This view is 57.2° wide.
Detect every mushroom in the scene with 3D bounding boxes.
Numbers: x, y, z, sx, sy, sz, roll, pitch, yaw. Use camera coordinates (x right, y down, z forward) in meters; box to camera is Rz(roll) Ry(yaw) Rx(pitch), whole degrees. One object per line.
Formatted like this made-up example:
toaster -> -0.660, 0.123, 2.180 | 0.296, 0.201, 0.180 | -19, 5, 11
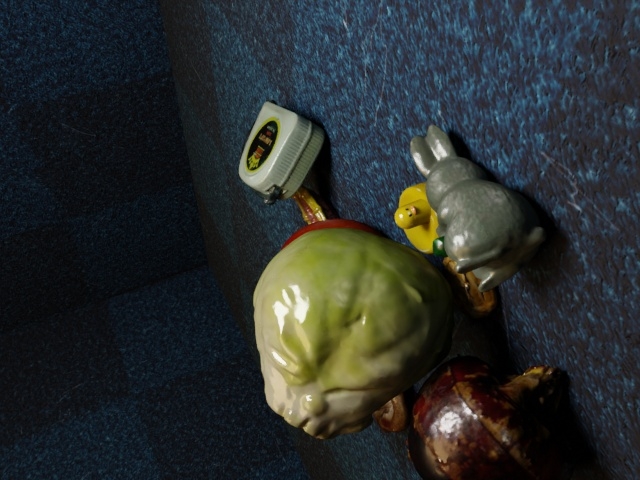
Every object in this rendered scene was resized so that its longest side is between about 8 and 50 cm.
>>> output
mushroom -> 0.085, 0.378, 1.286 | 0.148, 0.217, 0.227 | 63, 160, 22

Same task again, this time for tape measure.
tape measure -> -0.096, -0.191, 1.298 | 0.207, 0.115, 0.235 | -63, 32, 8

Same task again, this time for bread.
bread -> 0.217, 0.061, 0.861 | 0.083, 0.044, 0.111 | 23, 132, 68

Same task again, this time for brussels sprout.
brussels sprout -> 0.035, 0.116, 0.863 | 0.274, 0.316, 0.243 | 52, 169, 11

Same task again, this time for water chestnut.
water chestnut -> 0.236, 0.253, 0.797 | 0.223, 0.238, 0.224 | 38, -172, -7

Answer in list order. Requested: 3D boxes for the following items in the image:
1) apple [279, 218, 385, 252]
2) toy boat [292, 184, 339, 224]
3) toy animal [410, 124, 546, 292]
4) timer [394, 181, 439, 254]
apple -> 0.035, 0.083, 1.131 | 0.260, 0.216, 0.261 | 57, 159, 36
toy boat -> 0.007, 0.000, 1.325 | 0.141, 0.099, 0.318 | 137, 115, -71
toy animal -> 0.195, -0.050, 0.759 | 0.108, 0.138, 0.237 | 39, -148, -39
timer -> 0.149, -0.030, 0.855 | 0.107, 0.109, 0.107 | 56, 157, 38
